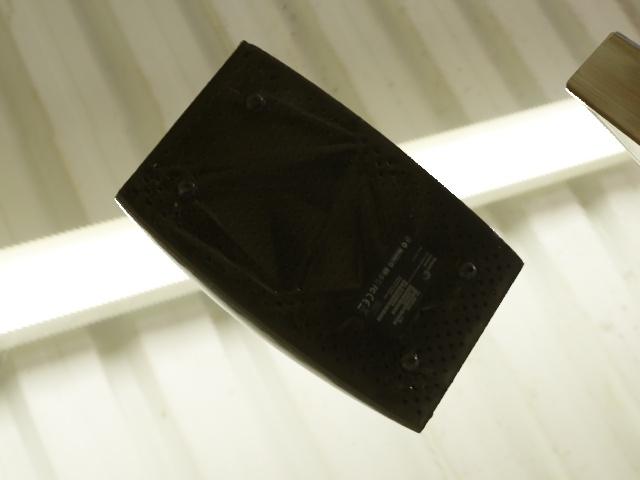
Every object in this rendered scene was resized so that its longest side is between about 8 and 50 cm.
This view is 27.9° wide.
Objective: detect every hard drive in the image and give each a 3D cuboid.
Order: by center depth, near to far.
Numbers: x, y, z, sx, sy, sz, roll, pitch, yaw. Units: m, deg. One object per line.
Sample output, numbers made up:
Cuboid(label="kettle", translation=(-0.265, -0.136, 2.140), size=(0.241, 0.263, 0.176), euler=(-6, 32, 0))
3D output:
Cuboid(label="hard drive", translation=(0.000, 0.000, 0.887), size=(0.254, 0.054, 0.172), euler=(38, -116, -5))

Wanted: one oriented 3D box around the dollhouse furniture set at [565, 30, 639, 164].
Cuboid(label="dollhouse furniture set", translation=(0.285, -0.112, 0.711), size=(0.161, 0.242, 0.212), euler=(35, -170, -42))
